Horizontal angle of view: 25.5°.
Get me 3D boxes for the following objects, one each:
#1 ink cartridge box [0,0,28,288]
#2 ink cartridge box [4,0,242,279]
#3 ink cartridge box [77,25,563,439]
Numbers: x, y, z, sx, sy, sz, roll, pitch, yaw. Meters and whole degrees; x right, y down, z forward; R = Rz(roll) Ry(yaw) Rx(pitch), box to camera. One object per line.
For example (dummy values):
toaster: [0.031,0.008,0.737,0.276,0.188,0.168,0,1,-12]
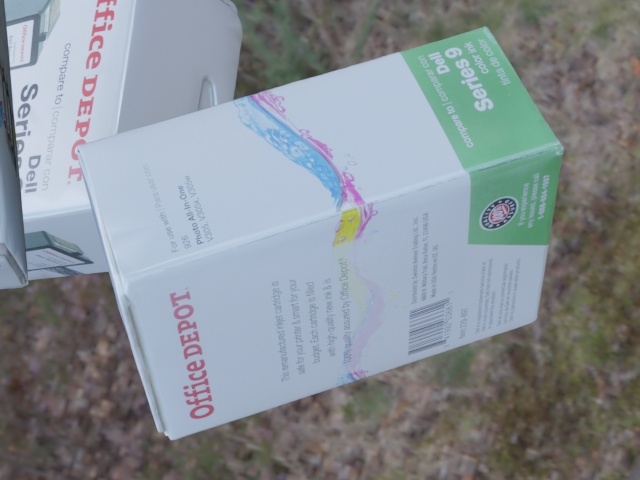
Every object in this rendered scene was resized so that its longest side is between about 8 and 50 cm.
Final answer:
ink cartridge box: [-0.226,-0.062,0.727,0.127,0.128,0.176,114,150,-77]
ink cartridge box: [-0.218,-0.087,1.060,0.289,0.121,0.211,-7,67,31]
ink cartridge box: [0.000,0.000,0.704,0.154,0.212,0.093,86,162,-55]
